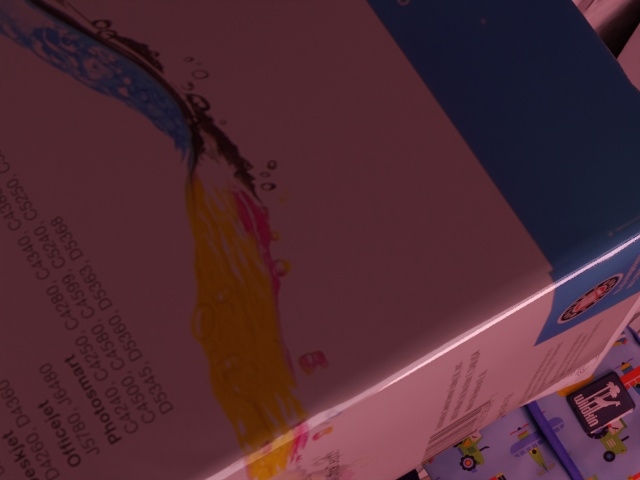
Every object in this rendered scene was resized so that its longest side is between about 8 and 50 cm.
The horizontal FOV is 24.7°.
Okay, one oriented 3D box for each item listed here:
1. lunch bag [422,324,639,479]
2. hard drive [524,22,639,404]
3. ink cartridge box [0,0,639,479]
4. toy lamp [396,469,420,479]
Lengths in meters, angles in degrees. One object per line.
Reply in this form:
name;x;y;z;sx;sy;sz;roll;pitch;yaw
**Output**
lunch bag;0.266;0.210;1.595;0.293;0.221;0.138;-34;163;4
hard drive;0.213;-0.024;1.022;0.233;0.047;0.353;-11;139;-50
ink cartridge box;-0.041;0.005;0.546;0.270;0.197;0.198;-30;163;-10
toy lamp;0.047;0.356;1.854;0.080;0.080;0.275;-23;160;-28
